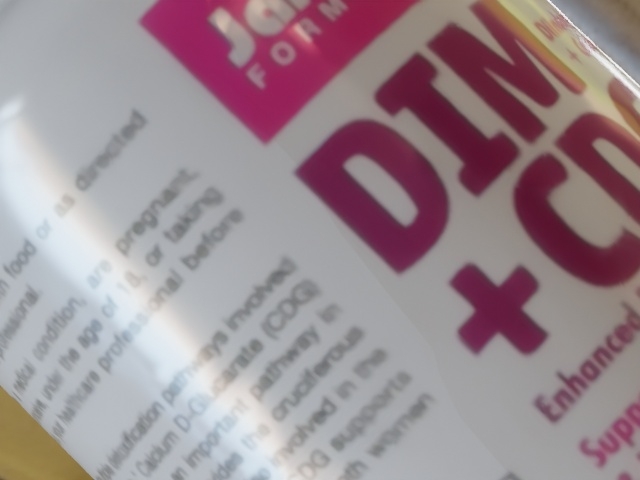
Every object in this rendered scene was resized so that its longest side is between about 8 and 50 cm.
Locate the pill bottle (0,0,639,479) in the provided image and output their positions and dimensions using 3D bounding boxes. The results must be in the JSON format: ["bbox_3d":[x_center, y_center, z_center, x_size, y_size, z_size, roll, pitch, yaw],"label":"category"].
[{"bbox_3d":[0.000,0.000,0.452,0.283,0.160,0.160,44,-129,3],"label":"pill bottle"}]
